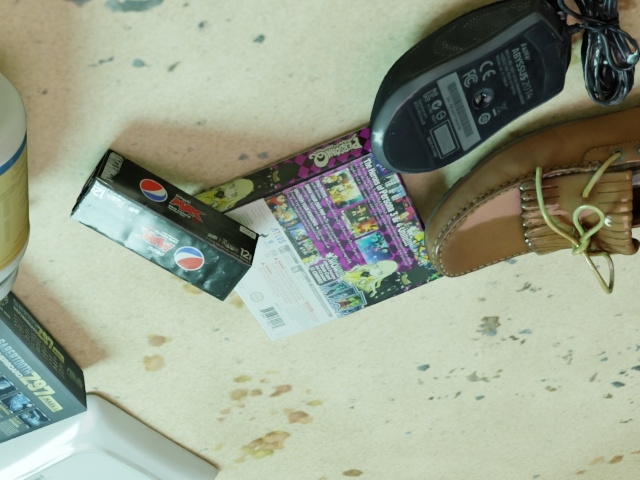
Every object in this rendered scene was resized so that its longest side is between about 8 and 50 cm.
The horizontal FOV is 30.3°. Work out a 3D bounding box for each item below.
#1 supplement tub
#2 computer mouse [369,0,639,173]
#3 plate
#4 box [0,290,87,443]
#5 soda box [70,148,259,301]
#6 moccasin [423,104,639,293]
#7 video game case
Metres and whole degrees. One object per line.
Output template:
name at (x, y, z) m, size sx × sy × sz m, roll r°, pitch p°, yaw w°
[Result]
supplement tub at (-0.319, -0.042, 0.997) m, size 0.144 × 0.144 × 0.199 m, roll -3°, pitch 138°, yaw -15°
computer mouse at (0.157, -0.157, 1.088) m, size 0.272 × 0.072 × 0.188 m, roll -28°, pitch 138°, yaw -5°
plate at (-0.311, 0.318, 1.498) m, size 0.277 × 0.045 × 0.278 m, roll -28°, pitch 138°, yaw 16°
box at (-0.380, 0.135, 1.249) m, size 0.183 × 0.059 × 0.232 m, roll -21°, pitch 139°, yaw 7°
soda box at (-0.145, -0.014, 1.116) m, size 0.169 × 0.053 × 0.060 m, roll 31°, pitch 125°, yaw -15°
moccasin at (0.291, -0.041, 1.197) m, size 0.380 × 0.147 × 0.139 m, roll -15°, pitch 140°, yaw -1°
video game case at (0.000, 0.000, 1.230) m, size 0.210 × 0.042 × 0.232 m, roll -21°, pitch 140°, yaw 9°
